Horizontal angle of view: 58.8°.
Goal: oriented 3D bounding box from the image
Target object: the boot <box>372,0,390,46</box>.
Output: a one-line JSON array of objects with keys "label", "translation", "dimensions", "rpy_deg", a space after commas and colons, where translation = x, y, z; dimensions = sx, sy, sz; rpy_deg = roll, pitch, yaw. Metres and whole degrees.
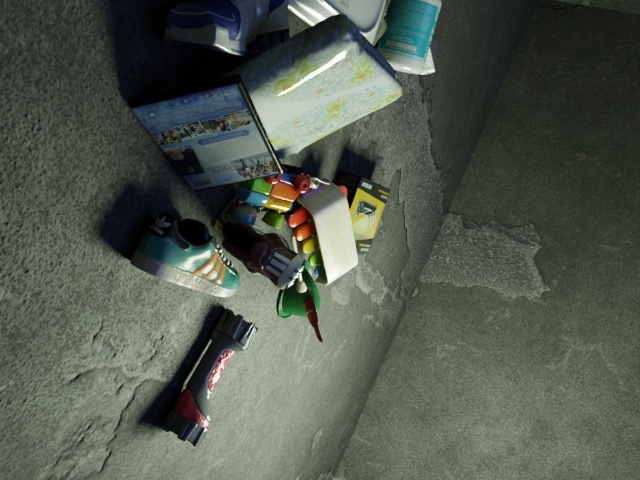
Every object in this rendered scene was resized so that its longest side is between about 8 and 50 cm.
[{"label": "boot", "translation": [0.118, -0.545, 1.447], "dimensions": [0.246, 0.083, 0.161], "rpy_deg": [-53, 159, -30]}]

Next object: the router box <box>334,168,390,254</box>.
[{"label": "router box", "translation": [0.109, -0.080, 1.818], "dimensions": [0.309, 0.081, 0.242], "rpy_deg": [5, 105, -67]}]

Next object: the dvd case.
[{"label": "dvd case", "translation": [-0.183, -0.174, 0.978], "dimensions": [0.253, 0.180, 0.022], "rpy_deg": [66, 15, -60]}]

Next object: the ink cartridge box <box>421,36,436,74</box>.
[{"label": "ink cartridge box", "translation": [0.317, -0.662, 1.778], "dimensions": [0.181, 0.056, 0.224], "rpy_deg": [-74, 148, -48]}]

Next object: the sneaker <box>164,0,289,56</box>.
[{"label": "sneaker", "translation": [-0.138, -0.408, 0.946], "dimensions": [0.315, 0.128, 0.182], "rpy_deg": [-39, 140, -62]}]

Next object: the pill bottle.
[{"label": "pill bottle", "translation": [0.251, -0.612, 1.592], "dimensions": [0.146, 0.146, 0.264], "rpy_deg": [-19, 126, -62]}]

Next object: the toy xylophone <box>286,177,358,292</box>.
[{"label": "toy xylophone", "translation": [0.000, 0.000, 1.559], "dimensions": [0.236, 0.081, 0.322], "rpy_deg": [-25, 126, -31]}]

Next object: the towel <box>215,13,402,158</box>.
[{"label": "towel", "translation": [-0.033, -0.274, 1.072], "dimensions": [0.090, 0.321, 0.374], "rpy_deg": [68, 21, 8]}]

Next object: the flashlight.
[{"label": "flashlight", "translation": [-0.249, 0.321, 1.330], "dimensions": [0.304, 0.103, 0.103], "rpy_deg": [-60, 155, -20]}]

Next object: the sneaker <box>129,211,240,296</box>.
[{"label": "sneaker", "translation": [-0.232, 0.030, 1.108], "dimensions": [0.121, 0.108, 0.302], "rpy_deg": [-64, 156, -2]}]

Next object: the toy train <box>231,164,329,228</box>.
[{"label": "toy train", "translation": [-0.083, -0.090, 1.267], "dimensions": [0.248, 0.105, 0.143], "rpy_deg": [14, 101, -46]}]

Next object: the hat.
[{"label": "hat", "translation": [-0.007, 0.188, 1.655], "dimensions": [0.208, 0.184, 0.173], "rpy_deg": [-62, 157, -15]}]

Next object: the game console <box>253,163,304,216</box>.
[{"label": "game console", "translation": [-0.101, -0.116, 1.322], "dimensions": [0.107, 0.071, 0.122], "rpy_deg": [-26, 132, -69]}]

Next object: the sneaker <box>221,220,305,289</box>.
[{"label": "sneaker", "translation": [-0.149, 0.004, 1.207], "dimensions": [0.162, 0.281, 0.106], "rpy_deg": [36, 82, -26]}]

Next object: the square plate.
[{"label": "square plate", "translation": [0.066, -0.603, 1.203], "dimensions": [0.347, 0.049, 0.344], "rpy_deg": [15, 94, -52]}]

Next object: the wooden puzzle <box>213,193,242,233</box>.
[{"label": "wooden puzzle", "translation": [-0.190, -0.059, 1.249], "dimensions": [0.116, 0.014, 0.078], "rpy_deg": [-60, 156, -22]}]
